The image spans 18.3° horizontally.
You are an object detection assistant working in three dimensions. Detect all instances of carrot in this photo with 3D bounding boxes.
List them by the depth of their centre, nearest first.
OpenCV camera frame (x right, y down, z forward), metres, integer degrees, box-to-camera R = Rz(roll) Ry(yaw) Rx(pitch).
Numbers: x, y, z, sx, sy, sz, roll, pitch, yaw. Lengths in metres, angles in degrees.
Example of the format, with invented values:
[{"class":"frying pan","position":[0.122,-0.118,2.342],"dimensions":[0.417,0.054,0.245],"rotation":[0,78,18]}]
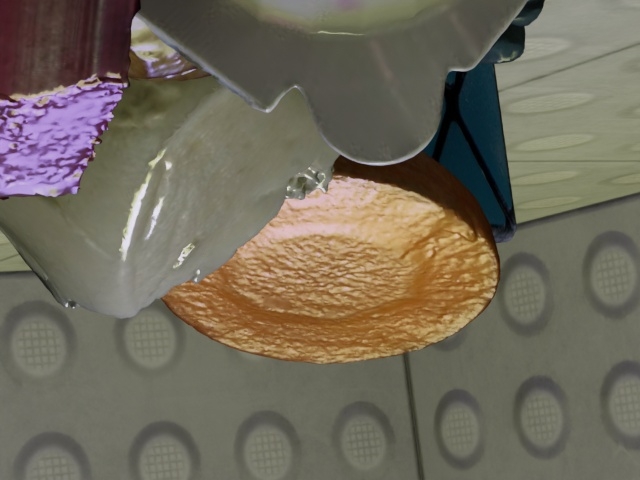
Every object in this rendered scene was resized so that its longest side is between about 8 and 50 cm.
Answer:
[{"class":"carrot","position":[0.000,0.000,1.616],"dimensions":[0.307,0.100,0.258],"rotation":[15,142,-20]}]

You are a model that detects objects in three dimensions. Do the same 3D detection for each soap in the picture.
[{"class":"soap","position":[-0.160,-0.158,0.918],"dimensions":[0.127,0.324,0.220],"rotation":[2,-156,-21]}]

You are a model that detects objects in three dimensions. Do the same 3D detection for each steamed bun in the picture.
[{"class":"steamed bun","position":[-0.152,-0.090,1.409],"dimensions":[0.290,0.272,0.273],"rotation":[32,-179,26]}]

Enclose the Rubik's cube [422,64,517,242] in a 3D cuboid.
[{"class":"Rubik's cube","position":[0.012,-0.105,1.823],"dimensions":[0.255,0.259,0.260],"rotation":[-9,177,25]}]

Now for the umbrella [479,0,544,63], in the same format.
[{"class":"umbrella","position":[0.152,-0.222,1.417],"dimensions":[0.143,0.094,0.349],"rotation":[1,162,-30]}]

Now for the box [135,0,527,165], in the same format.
[{"class":"box","position":[0.010,-0.205,0.952],"dimensions":[0.262,0.291,0.206],"rotation":[-3,163,-3]}]

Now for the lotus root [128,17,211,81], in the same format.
[{"class":"lotus root","position":[-0.048,-0.197,1.155],"dimensions":[0.291,0.193,0.193],"rotation":[-32,-178,-19]}]
